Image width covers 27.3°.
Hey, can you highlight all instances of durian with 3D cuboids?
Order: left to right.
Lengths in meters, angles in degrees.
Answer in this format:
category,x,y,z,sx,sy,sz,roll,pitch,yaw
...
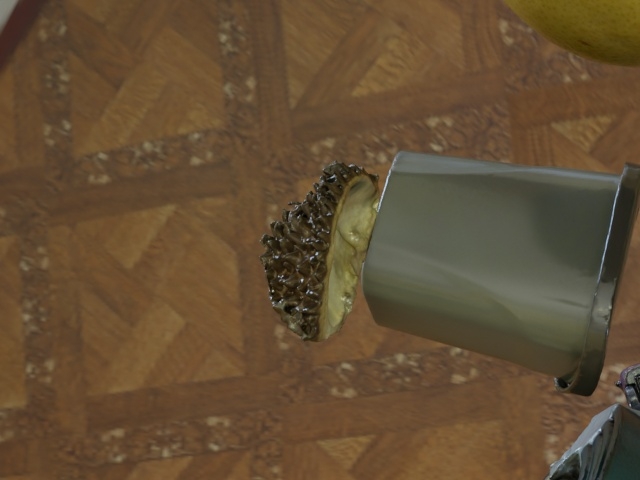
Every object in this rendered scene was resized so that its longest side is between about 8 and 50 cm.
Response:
category,x,y,z,sx,sy,sz,roll,pitch,yaw
durian,0.008,-0.002,0.746,0.052,0.066,0.130,-34,27,47

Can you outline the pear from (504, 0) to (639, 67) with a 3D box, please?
category,x,y,z,sx,sy,sz,roll,pitch,yaw
pear,0.252,-0.287,1.026,0.314,0.314,0.314,-5,78,24

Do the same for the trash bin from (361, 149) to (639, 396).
category,x,y,z,sx,sy,sz,roll,pitch,yaw
trash bin,0.187,0.022,1.355,0.250,0.219,0.220,11,67,15

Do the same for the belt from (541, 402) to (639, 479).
category,x,y,z,sx,sy,sz,roll,pitch,yaw
belt,0.282,0.355,1.348,0.173,0.436,0.300,29,131,2

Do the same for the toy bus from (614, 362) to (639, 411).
category,x,y,z,sx,sy,sz,roll,pitch,yaw
toy bus,0.422,0.229,1.594,0.086,0.098,0.178,-18,86,5
